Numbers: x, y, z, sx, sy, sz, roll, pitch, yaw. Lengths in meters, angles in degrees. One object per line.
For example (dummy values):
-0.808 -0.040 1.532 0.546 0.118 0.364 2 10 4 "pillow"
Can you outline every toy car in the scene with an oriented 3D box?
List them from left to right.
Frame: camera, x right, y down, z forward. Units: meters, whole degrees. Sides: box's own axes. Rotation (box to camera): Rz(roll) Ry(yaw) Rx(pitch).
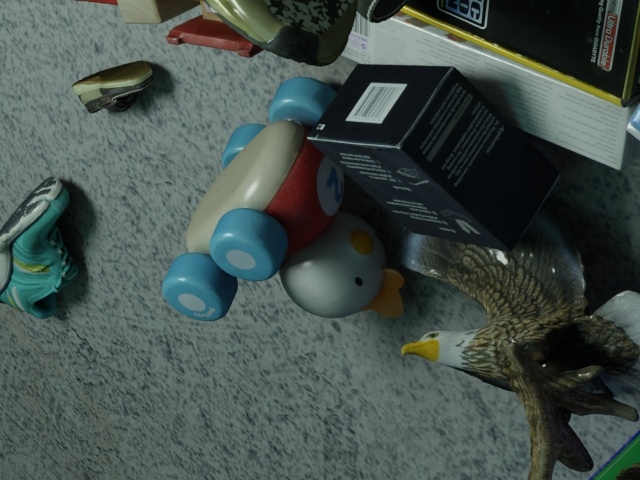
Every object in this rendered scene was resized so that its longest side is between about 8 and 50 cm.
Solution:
0.000 0.000 1.583 0.238 0.219 0.210 32 143 -15 "toy car"

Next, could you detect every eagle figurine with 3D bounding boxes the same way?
0.180 0.085 1.432 0.225 0.298 0.226 29 108 -13 "eagle figurine"

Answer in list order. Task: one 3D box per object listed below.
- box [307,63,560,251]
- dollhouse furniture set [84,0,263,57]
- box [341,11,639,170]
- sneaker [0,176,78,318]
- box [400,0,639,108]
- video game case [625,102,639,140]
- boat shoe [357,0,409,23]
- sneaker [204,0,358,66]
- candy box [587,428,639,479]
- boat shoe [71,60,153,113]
0.100 -0.077 1.389 0.158 0.093 0.156 41 166 -29 "box"
-0.162 -0.313 1.530 0.374 0.152 0.201 13 124 42 "dollhouse furniture set"
0.150 -0.156 1.378 0.324 0.063 0.067 26 134 33 "box"
-0.366 0.012 2.041 0.110 0.107 0.275 32 144 0 "sneaker"
0.179 -0.301 1.239 0.257 0.079 0.322 31 135 32 "box"
0.356 -0.100 1.179 0.201 0.023 0.183 43 122 24 "video game case"
0.093 -0.242 1.243 0.068 0.081 0.228 53 140 12 "boat shoe"
-0.007 -0.324 1.200 0.182 0.158 0.410 -46 35 50 "sneaker"
0.279 0.251 1.318 0.122 0.317 0.268 40 140 17 "candy box"
-0.233 -0.174 1.787 0.152 0.056 0.049 3 123 57 "boat shoe"
